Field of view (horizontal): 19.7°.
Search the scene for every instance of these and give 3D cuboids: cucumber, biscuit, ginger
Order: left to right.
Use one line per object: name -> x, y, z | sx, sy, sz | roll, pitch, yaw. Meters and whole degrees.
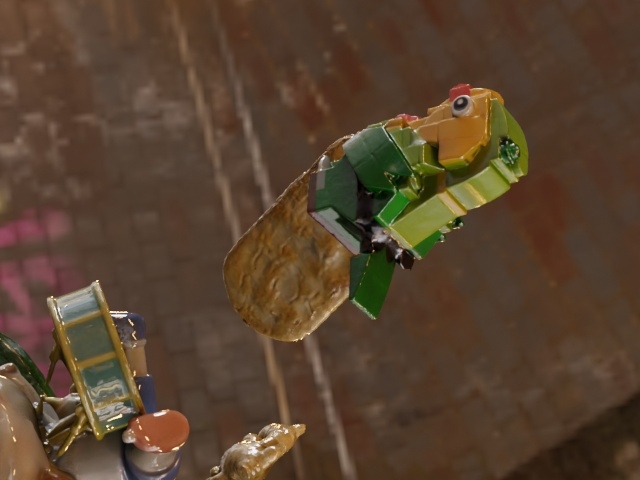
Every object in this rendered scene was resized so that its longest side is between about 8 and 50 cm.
cucumber -> -0.292, 0.140, 1.833 | 0.155, 0.037, 0.037 | 57, -25, -3
ginger -> -0.102, 0.248, 1.897 | 0.052, 0.193, 0.176 | 46, -24, -1
biscuit -> 0.000, 0.000, 1.791 | 0.118, 0.029, 0.247 | 44, -64, 1

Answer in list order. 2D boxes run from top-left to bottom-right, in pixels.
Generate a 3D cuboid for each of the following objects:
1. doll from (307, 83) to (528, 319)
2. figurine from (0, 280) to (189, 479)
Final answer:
doll -> 0.079, -0.045, 1.469 | 0.106, 0.186, 0.134 | 43, 13, -46
figurine -> -0.223, 0.134, 1.160 | 0.161, 0.276, 0.158 | -126, -164, -55
